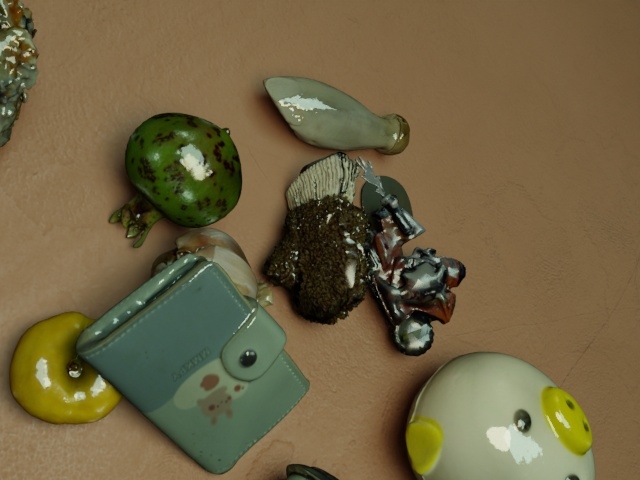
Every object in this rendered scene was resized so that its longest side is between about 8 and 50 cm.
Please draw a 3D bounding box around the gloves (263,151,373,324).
[{"bbox_3d":[0.000,0.003,1.271,0.135,0.210,0.313,33,44,-62],"label":"gloves"}]

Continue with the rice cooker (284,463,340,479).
[{"bbox_3d":[-0.014,0.514,1.074,0.316,0.264,0.317,-27,130,-38],"label":"rice cooker"}]

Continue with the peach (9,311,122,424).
[{"bbox_3d":[-0.383,0.196,1.043,0.179,0.103,0.179,14,63,-29],"label":"peach"}]

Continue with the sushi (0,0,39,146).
[{"bbox_3d":[-0.627,-0.296,1.003,0.417,0.175,0.418,9,72,-27],"label":"sushi"}]

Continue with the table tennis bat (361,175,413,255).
[{"bbox_3d":[0.152,-0.029,1.464,0.131,0.022,0.235,-4,76,-31],"label":"table tennis bat"}]

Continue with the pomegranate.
[{"bbox_3d":[-0.249,-0.101,1.158,0.211,0.211,0.263,44,84,-12],"label":"pomegranate"}]

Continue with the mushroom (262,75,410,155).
[{"bbox_3d":[0.033,-0.253,1.401,0.349,0.128,0.129,11,71,-30],"label":"mushroom"}]

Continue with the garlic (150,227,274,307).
[{"bbox_3d":[-0.210,0.086,1.146,0.191,0.214,0.160,38,18,-26],"label":"garlic"}]

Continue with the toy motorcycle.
[{"bbox_3d":[0.158,0.021,1.362,0.207,0.134,0.401,-30,86,-6],"label":"toy motorcycle"}]

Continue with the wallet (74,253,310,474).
[{"bbox_3d":[-0.173,0.201,1.067,0.252,0.083,0.360,-39,125,-6],"label":"wallet"}]

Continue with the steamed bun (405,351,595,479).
[{"bbox_3d":[0.337,0.395,1.276,0.334,0.334,0.374,-41,92,-32],"label":"steamed bun"}]
